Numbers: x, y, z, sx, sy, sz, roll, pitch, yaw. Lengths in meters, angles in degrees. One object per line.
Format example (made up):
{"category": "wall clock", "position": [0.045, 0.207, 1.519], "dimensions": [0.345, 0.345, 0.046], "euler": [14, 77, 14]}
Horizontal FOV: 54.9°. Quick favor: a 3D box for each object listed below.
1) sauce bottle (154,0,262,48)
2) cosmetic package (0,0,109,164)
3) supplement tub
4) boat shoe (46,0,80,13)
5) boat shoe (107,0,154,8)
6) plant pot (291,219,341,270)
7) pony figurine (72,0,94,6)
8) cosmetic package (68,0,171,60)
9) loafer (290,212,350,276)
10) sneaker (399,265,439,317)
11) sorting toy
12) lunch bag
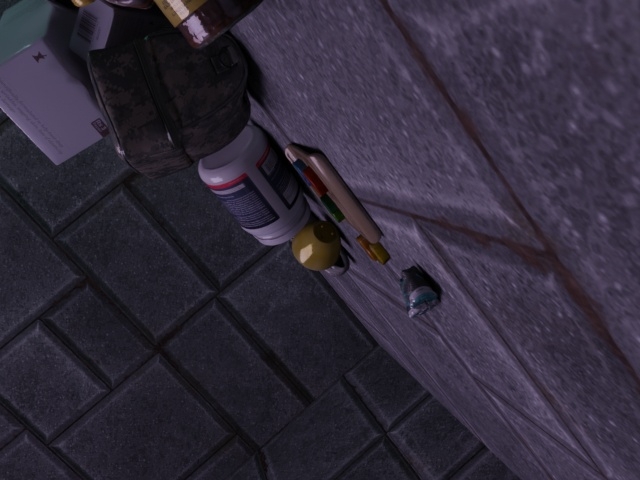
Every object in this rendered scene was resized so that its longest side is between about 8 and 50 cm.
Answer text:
{"category": "sauce bottle", "position": [-0.198, -0.372, 0.643], "dimensions": [0.344, 0.111, 0.111], "euler": [53, 174, -20]}
{"category": "cosmetic package", "position": [-0.535, -0.354, 1.256], "dimensions": [0.217, 0.156, 0.385], "euler": [57, -172, -39]}
{"category": "supplement tub", "position": [-0.161, -0.136, 1.559], "dimensions": [0.272, 0.191, 0.191], "euler": [54, 173, -38]}
{"category": "boat shoe", "position": [-0.481, -0.471, 1.069], "dimensions": [0.088, 0.096, 0.267], "euler": [47, 175, 0]}
{"category": "boat shoe", "position": [-0.353, -0.499, 1.115], "dimensions": [0.116, 0.123, 0.324], "euler": [10, -149, -46]}
{"category": "plant pot", "position": [0.000, 0.000, 1.628], "dimensions": [0.134, 0.134, 0.095], "euler": [49, 150, 10]}
{"category": "pony figurine", "position": [-0.403, -0.505, 0.817], "dimensions": [0.350, 0.303, 0.363], "euler": [7, 146, 31]}
{"category": "cosmetic package", "position": [-0.360, -0.397, 1.189], "dimensions": [0.085, 0.117, 0.231], "euler": [35, -155, 14]}
{"category": "loafer", "position": [-0.035, -0.022, 1.826], "dimensions": [0.319, 0.112, 0.111], "euler": [42, 169, 3]}
{"category": "sneaker", "position": [0.177, 0.091, 1.128], "dimensions": [0.166, 0.065, 0.076], "euler": [74, 172, -70]}
{"category": "sorting toy", "position": [0.041, -0.057, 1.230], "dimensions": [0.307, 0.041, 0.229], "euler": [52, 175, -20]}
{"category": "lunch bag", "position": [-0.253, -0.256, 1.135], "dimensions": [0.305, 0.255, 0.213], "euler": [152, 99, -83]}
